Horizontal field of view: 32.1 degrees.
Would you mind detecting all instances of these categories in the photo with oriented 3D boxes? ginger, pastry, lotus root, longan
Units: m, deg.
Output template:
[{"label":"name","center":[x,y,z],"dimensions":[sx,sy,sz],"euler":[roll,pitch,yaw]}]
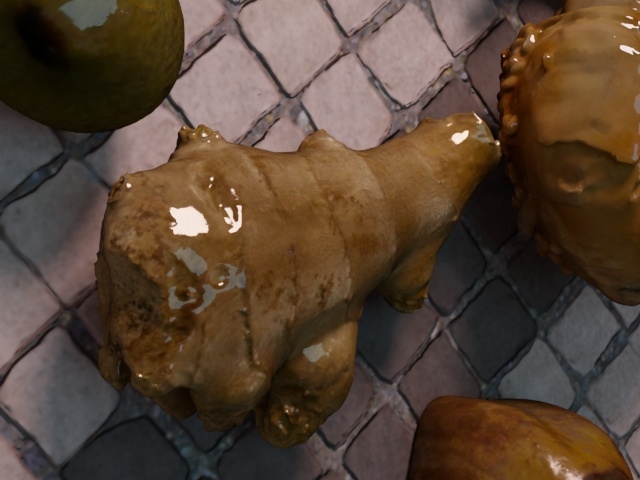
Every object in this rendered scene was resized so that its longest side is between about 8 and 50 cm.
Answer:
[{"label":"ginger","center":[0.008,0.024,0.832],"dimensions":[0.375,0.166,0.236],"euler":[-10,79,-26]},{"label":"pastry","center":[0.267,-0.107,0.987],"dimensions":[0.284,0.184,0.316],"euler":[41,66,-41]},{"label":"lotus root","center":[0.190,0.229,0.941],"dimensions":[0.199,0.180,0.188],"euler":[11,80,-32]},{"label":"longan","center":[-0.161,-0.152,0.744],"dimensions":[0.176,0.145,0.155],"euler":[-55,147,-65]}]
